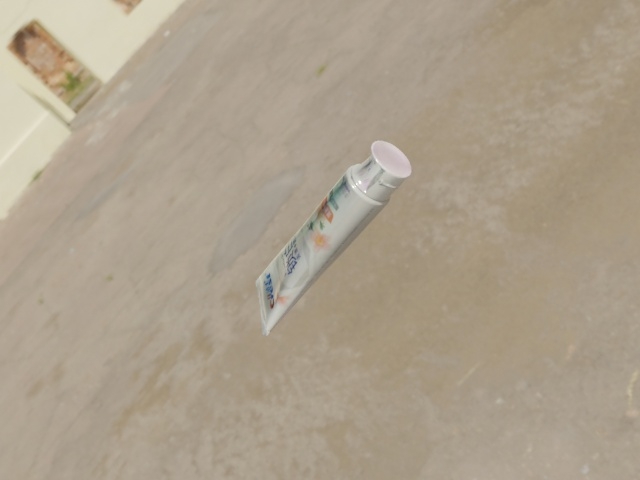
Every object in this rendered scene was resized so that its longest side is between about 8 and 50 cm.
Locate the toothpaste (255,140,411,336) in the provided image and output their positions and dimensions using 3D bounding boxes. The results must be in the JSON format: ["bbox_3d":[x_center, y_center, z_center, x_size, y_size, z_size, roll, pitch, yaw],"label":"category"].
[{"bbox_3d":[0.000,0.000,1.141,0.323,0.066,0.100,-49,39,36],"label":"toothpaste"}]
